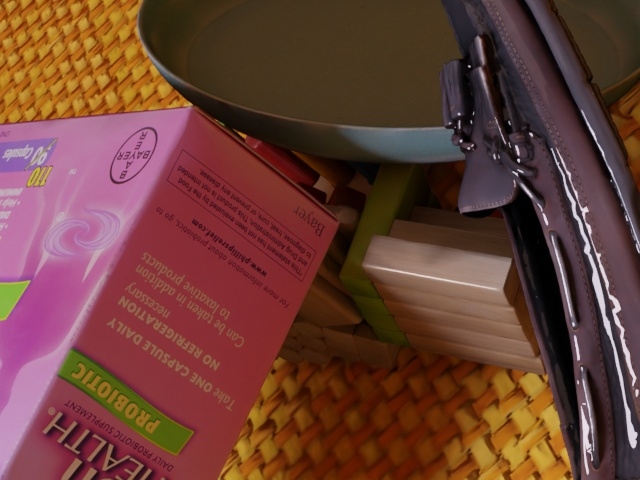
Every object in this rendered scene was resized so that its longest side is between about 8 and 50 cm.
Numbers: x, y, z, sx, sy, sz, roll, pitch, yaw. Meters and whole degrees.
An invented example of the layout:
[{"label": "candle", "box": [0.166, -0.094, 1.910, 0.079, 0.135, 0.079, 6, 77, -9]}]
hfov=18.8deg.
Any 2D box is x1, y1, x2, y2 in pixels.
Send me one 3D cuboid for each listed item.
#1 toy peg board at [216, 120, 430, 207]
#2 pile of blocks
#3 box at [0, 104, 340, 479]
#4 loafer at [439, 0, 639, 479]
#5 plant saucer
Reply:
[{"label": "toy peg board", "box": [0.005, -0.099, 1.305, 0.160, 0.079, 0.161, -4, 58, 46]}, {"label": "pile of blocks", "box": [0.000, 0.000, 1.170, 0.362, 0.149, 0.113, -5, 56, 45]}, {"label": "box", "box": [-0.140, 0.062, 1.042, 0.213, 0.117, 0.243, 1, 60, 52]}, {"label": "loafer", "box": [0.114, -0.011, 0.968, 0.095, 0.109, 0.303, -25, 82, 0]}, {"label": "plant saucer", "box": [0.049, -0.122, 1.170, 0.317, 0.044, 0.318, -1, 30, 0]}]
